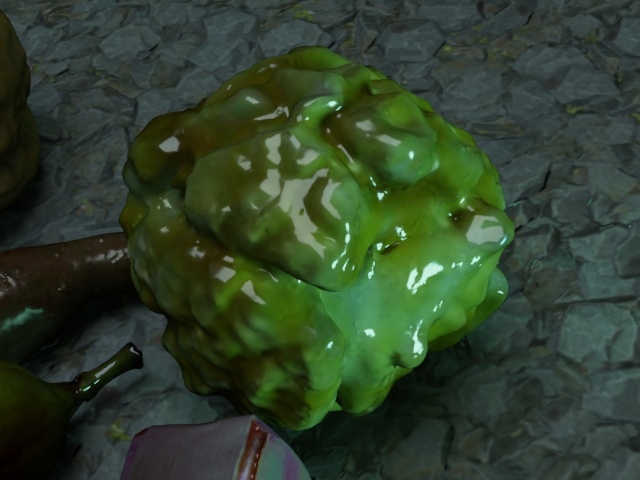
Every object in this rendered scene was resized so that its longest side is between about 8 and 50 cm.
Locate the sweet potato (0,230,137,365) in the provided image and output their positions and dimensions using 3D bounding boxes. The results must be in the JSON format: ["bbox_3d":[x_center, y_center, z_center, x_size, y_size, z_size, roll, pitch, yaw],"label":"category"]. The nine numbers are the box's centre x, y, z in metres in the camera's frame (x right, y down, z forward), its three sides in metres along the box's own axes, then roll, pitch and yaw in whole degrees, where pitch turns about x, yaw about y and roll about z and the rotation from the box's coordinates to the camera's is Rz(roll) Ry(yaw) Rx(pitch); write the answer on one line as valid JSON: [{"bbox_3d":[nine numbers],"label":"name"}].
[{"bbox_3d":[-0.251,0.054,1.013,0.385,0.109,0.109,-26,48,-20],"label":"sweet potato"}]

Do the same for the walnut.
[{"bbox_3d":[-0.380,-0.128,1.123,0.257,0.224,0.257,24,34,-18],"label":"walnut"}]

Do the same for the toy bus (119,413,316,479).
[{"bbox_3d":[-0.087,0.265,0.755,0.127,0.147,0.303,-3,46,17],"label":"toy bus"}]

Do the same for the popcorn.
[{"bbox_3d":[0.001,0.002,0.878,0.274,0.335,0.279,20,77,14],"label":"popcorn"}]

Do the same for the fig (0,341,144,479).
[{"bbox_3d":[-0.253,0.145,0.900,0.274,0.170,0.145,-28,63,-36],"label":"fig"}]
